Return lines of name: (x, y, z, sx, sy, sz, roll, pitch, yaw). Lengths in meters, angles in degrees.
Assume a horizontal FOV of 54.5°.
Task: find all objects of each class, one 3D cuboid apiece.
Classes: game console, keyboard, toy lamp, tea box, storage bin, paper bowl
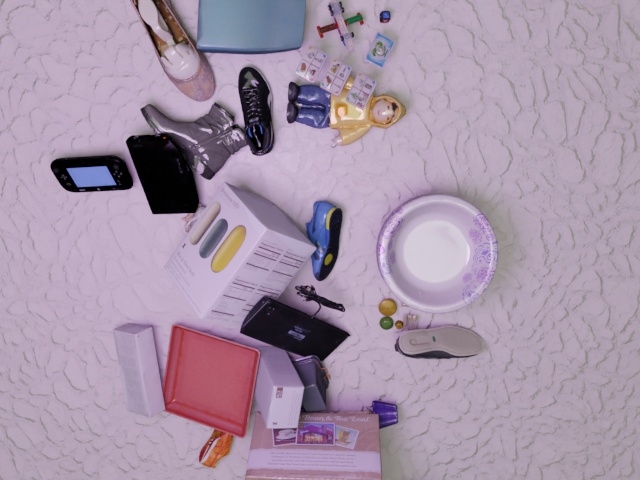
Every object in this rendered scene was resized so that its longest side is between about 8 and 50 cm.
game console: (-0.489, -0.155, 1.545, 0.361, 0.044, 0.213, -1, 128, 12)
keyboard: (-0.038, 0.201, 1.559, 0.201, 0.033, 0.317, -45, 135, 15)
toy lamp: (0.072, 0.476, 1.682, 0.274, 0.080, 0.080, -3, 103, 3)
tea box: (-0.013, 0.632, 1.608, 0.328, 0.220, 0.324, 0, 120, 2)
storage bin: (-0.021, 0.383, 1.633, 0.098, 0.091, 0.135, -16, 127, 6)
paper bowl: (0.276, 0.028, 1.522, 0.284, 0.148, 0.284, 0, 95, -1)

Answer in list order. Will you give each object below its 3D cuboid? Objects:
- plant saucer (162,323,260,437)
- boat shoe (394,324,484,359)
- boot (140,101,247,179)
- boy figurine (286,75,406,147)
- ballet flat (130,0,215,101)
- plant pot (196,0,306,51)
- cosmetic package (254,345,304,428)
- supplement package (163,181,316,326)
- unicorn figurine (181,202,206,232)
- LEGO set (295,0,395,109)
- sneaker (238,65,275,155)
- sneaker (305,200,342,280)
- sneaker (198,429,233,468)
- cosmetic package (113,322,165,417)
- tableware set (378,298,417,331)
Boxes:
plant saucer: (-0.291, 0.369, 1.663, 0.259, 0.048, 0.259, 14, 103, 14)
boat shoe: (0.311, 0.274, 1.635, 0.233, 0.079, 0.084, 1, 61, -8)
boot: (-0.304, -0.283, 1.530, 0.246, 0.083, 0.161, 43, 96, -15)
boy figurine: (0.062, -0.309, 1.495, 0.285, 0.092, 0.177, 8, 97, 3)
ballet flat: (-0.360, -0.470, 1.467, 0.107, 0.106, 0.316, -30, 100, 9)
plant pot: (-0.154, -0.509, 1.425, 0.234, 0.166, 0.166, 4, 103, -5)
cosmetic package: (-0.113, 0.368, 1.579, 0.085, 0.231, 0.117, 5, 105, -19)
supplement package: (-0.194, 0.040, 1.492, 0.263, 0.198, 0.199, -53, 54, 12)
unicorn figurine: (-0.273, -0.042, 1.583, 0.162, 0.060, 0.111, 33, 91, 1)
LEGO set: (0.068, -0.449, 1.456, 0.182, 0.060, 0.244, 26, 82, -8)
sneaker: (-0.153, -0.311, 1.487, 0.079, 0.121, 0.217, -11, 102, 4)
sneaker: (0.000, 0.000, 1.590, 0.082, 0.069, 0.209, 21, 115, 31)
sneaker: (-0.272, 0.560, 1.733, 0.067, 0.064, 0.175, 28, 109, -24)
cosmetic package: (-0.484, 0.346, 1.666, 0.098, 0.060, 0.239, 5, 106, 37)
tableware set: (0.205, 0.165, 1.634, 0.104, 0.024, 0.154, 3, 104, 5)
